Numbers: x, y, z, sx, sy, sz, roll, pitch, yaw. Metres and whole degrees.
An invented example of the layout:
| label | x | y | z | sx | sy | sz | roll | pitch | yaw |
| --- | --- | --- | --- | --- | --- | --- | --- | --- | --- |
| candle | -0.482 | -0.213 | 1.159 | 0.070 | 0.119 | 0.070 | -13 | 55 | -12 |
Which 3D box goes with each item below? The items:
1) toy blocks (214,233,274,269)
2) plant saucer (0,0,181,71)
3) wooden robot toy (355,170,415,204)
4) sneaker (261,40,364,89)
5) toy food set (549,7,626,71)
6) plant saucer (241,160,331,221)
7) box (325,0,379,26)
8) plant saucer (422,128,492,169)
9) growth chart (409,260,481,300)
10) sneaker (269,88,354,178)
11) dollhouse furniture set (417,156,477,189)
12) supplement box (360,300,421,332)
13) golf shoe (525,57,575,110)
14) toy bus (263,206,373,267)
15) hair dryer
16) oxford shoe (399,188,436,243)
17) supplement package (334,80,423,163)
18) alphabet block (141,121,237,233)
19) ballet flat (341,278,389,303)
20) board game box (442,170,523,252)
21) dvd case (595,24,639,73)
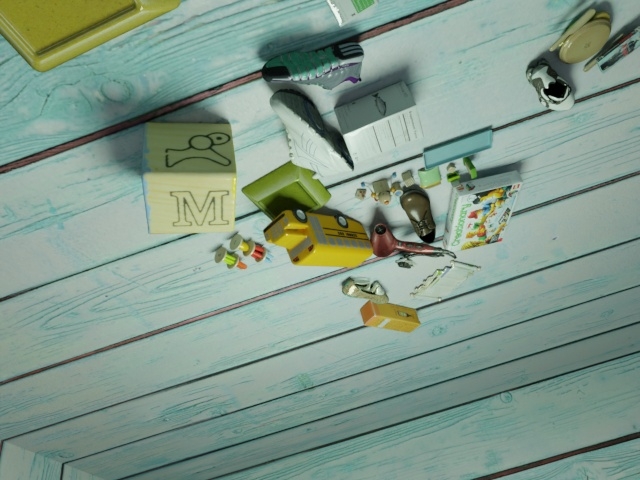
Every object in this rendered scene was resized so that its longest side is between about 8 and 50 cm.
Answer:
| label | x | y | z | sx | sy | sz | roll | pitch | yaw |
| --- | --- | --- | --- | --- | --- | --- | --- | --- | --- |
| toy blocks | -0.224 | 0.052 | 1.538 | 0.123 | 0.054 | 0.148 | -37 | 136 | 24 |
| plant saucer | -0.460 | -0.457 | 0.853 | 0.332 | 0.081 | 0.333 | -22 | 141 | 9 |
| wooden robot toy | 0.186 | -0.127 | 1.432 | 0.173 | 0.079 | 0.076 | -17 | 140 | 4 |
| sneaker | -0.012 | -0.354 | 1.107 | 0.223 | 0.083 | 0.098 | -12 | 145 | -4 |
| toy food set | 0.619 | -0.472 | 1.196 | 0.192 | 0.039 | 0.132 | 7 | 142 | -39 |
| plant saucer | -0.086 | -0.114 | 1.392 | 0.188 | 0.045 | 0.188 | -27 | 138 | 15 |
| box | 0.042 | -0.483 | 0.954 | 0.087 | 0.102 | 0.101 | -26 | 140 | 16 |
| plant saucer | 0.372 | -0.249 | 1.392 | 0.192 | 0.018 | 0.067 | -18 | 140 | 5 |
| growth chart | 0.455 | 0.154 | 1.888 | 0.172 | 0.021 | 0.237 | 18 | 131 | -32 |
| sneaker | -0.034 | -0.236 | 1.222 | 0.129 | 0.111 | 0.297 | -23 | 139 | 23 |
| dollhouse furniture set | 0.355 | -0.179 | 1.437 | 0.151 | 0.059 | 0.076 | -20 | 140 | 7 |
| supplement box | 0.268 | 0.292 | 1.950 | 0.233 | 0.078 | 0.080 | 14 | 133 | -29 |
| golf shoe | 0.581 | -0.361 | 1.266 | 0.198 | 0.094 | 0.077 | 21 | 128 | -37 |
| toy bus | 0.000 | 0.000 | 1.446 | 0.108 | 0.130 | 0.332 | -36 | 154 | 33 |
| hair dryer | 0.256 | 0.007 | 1.566 | 0.293 | 0.080 | 0.223 | 20 | 153 | -38 |
| oxford shoe | 0.303 | -0.069 | 1.523 | 0.082 | 0.096 | 0.227 | -25 | 138 | 16 |
| supplement package | 0.139 | -0.280 | 1.217 | 0.179 | 0.105 | 0.105 | -21 | 140 | 7 |
| alphabet block | -0.301 | -0.144 | 1.183 | 0.197 | 0.192 | 0.193 | -1 | 141 | -14 |
| ballet flat | 0.171 | 0.175 | 1.794 | 0.206 | 0.073 | 0.067 | 12 | 120 | -33 |
| board game box | 0.491 | -0.080 | 1.579 | 0.192 | 0.053 | 0.305 | -13 | 145 | -2 |
| dvd case | 0.727 | -0.461 | 1.232 | 0.119 | 0.013 | 0.087 | -40 | 155 | 26 |
